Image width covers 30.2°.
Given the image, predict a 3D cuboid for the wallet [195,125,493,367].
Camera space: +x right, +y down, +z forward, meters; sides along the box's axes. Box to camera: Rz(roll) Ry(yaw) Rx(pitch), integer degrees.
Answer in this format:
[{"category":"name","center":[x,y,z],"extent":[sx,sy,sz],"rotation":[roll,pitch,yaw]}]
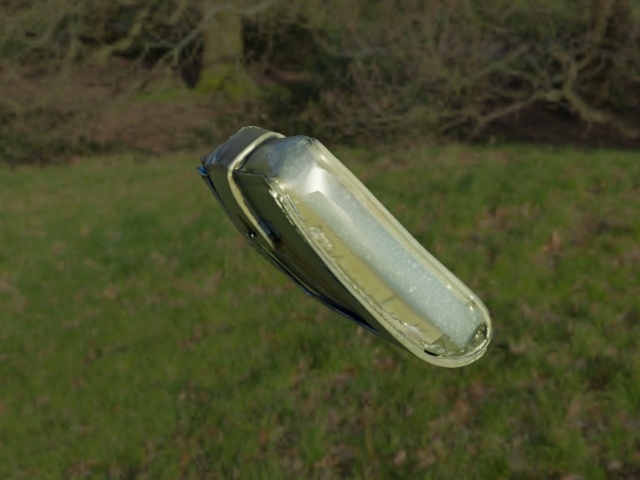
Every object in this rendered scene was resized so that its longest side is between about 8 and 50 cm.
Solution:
[{"category":"wallet","center":[0.000,0.000,0.499],"extent":[0.039,0.110,0.155],"rotation":[-47,15,-7]}]
